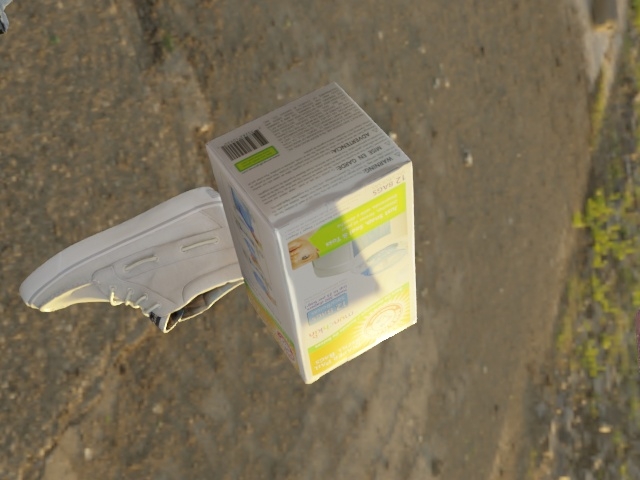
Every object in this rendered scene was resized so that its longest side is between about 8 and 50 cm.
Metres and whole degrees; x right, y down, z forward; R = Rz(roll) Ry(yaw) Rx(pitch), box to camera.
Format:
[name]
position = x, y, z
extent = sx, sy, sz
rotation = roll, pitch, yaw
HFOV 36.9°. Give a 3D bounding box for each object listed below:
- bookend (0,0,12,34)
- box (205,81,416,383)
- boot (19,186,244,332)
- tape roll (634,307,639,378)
[bookend]
position = -0.281, -0.257, 0.749
extent = 0.157, 0.072, 0.156
rotation = -79, 156, -53
[box]
position = 0.000, 0.000, 0.741
extent = 0.103, 0.114, 0.203
rotation = 51, -19, 35
[boot]
position = -0.206, 0.049, 1.066
extent = 0.123, 0.258, 0.095
rotation = 65, 11, 10
[tape roll]
position = 0.379, 0.101, 0.846
extent = 0.189, 0.189, 0.080
rotation = 39, 48, -54
